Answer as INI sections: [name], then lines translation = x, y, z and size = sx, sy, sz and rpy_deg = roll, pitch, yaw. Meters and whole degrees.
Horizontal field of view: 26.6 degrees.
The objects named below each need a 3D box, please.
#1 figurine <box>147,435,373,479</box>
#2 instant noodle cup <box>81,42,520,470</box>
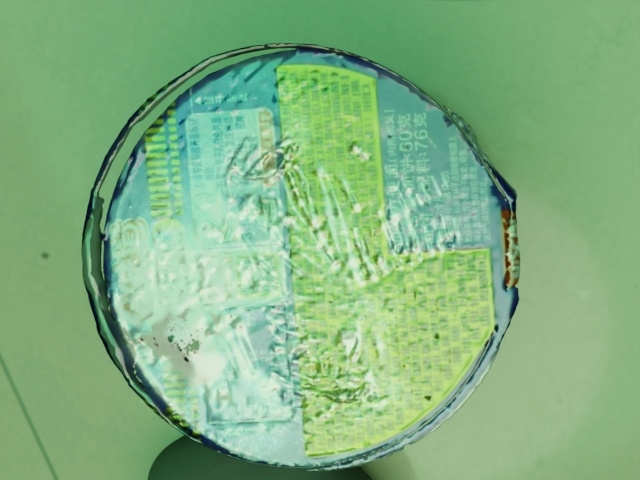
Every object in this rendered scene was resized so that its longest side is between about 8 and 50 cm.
[figurine]
translation = -0.016, 0.324, 1.140
size = 0.205, 0.224, 0.382
rpy_deg = -22, 118, -13
[instant noodle cup]
translation = 0.000, 0.000, 1.011
size = 0.284, 0.312, 0.284
rpy_deg = 0, 95, 6
